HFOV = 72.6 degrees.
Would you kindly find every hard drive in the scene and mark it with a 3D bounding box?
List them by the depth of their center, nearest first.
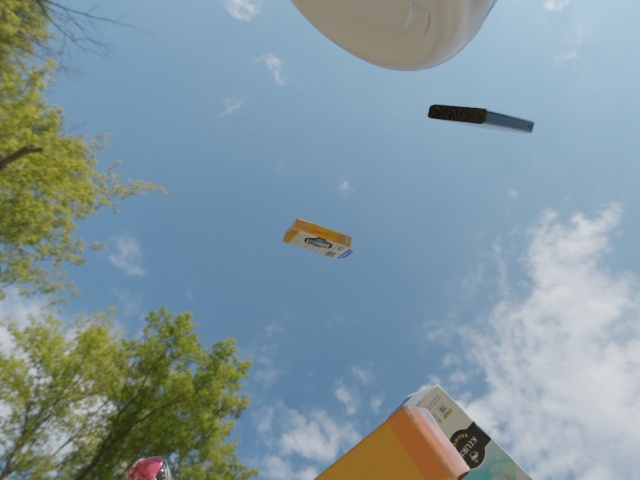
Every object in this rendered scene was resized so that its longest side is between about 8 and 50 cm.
[{"bbox_3d":[0.237,-0.179,0.640,0.094,0.135,0.022,26,-67,47],"label":"hard drive"}]

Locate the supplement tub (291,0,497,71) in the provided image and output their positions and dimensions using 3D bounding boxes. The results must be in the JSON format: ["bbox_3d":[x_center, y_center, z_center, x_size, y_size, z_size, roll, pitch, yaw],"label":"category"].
[{"bbox_3d":[0.111,-0.349,0.392,0.228,0.228,0.316,32,-96,11],"label":"supplement tub"}]

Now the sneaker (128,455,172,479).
[{"bbox_3d":[-0.213,0.452,0.672,0.120,0.112,0.299,16,-57,53],"label":"sneaker"}]

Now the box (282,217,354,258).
[{"bbox_3d":[0.000,0.000,0.876,0.136,0.081,0.028,17,-113,-16],"label":"box"}]

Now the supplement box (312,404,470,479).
[{"bbox_3d":[0.030,0.267,0.433,0.233,0.080,0.078,-41,-124,6],"label":"supplement box"}]

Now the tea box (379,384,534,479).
[{"bbox_3d":[0.228,0.458,0.767,0.220,0.329,0.323,-43,-109,-13],"label":"tea box"}]
